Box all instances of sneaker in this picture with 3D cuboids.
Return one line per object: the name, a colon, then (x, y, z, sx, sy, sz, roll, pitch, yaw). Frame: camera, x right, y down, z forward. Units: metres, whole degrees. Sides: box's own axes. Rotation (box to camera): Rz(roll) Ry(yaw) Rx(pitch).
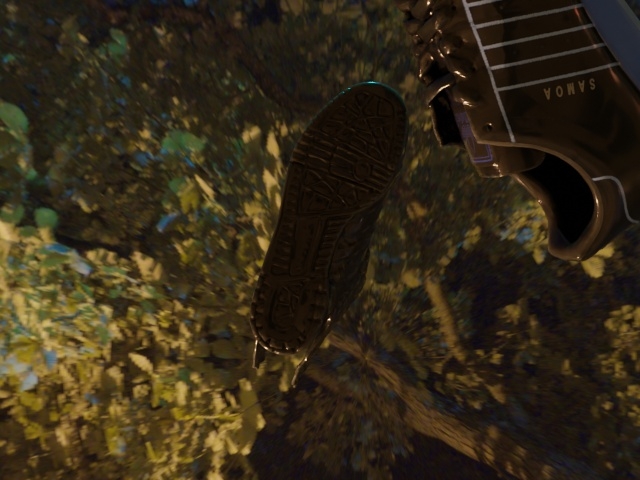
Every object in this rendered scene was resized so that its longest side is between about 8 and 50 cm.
sneaker: (0.002, 0.001, 0.531, 0.051, 0.089, 0.170, 23, -84, 9)
sneaker: (0.074, -0.091, 0.449, 0.232, 0.081, 0.090, 44, -102, -14)
